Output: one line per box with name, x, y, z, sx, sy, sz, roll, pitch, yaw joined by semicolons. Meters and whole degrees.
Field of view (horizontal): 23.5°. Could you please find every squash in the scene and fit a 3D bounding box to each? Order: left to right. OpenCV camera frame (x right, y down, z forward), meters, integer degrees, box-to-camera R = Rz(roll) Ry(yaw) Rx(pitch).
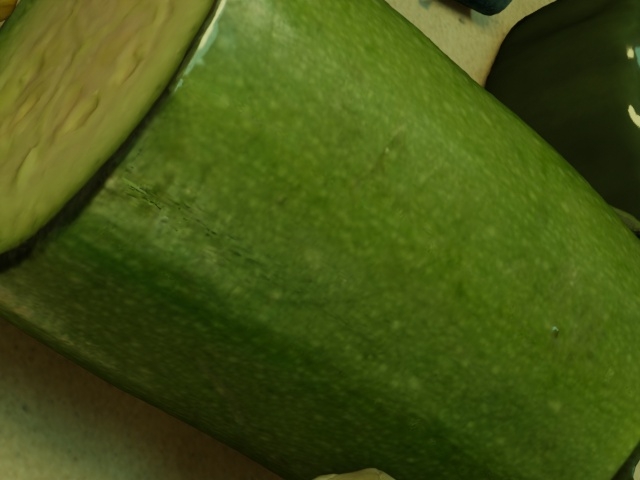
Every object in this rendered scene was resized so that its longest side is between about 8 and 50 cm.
squash;0.000;0.000;0.884;0.384;0.263;0.263;35;52;-33

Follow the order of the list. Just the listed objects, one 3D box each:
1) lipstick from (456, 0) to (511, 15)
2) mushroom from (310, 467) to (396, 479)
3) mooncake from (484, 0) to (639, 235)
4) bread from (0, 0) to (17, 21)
lipstick;0.061;-0.236;1.200;0.234;0.053;0.053;16;63;-40
mushroom;-0.026;0.249;0.819;0.099;0.096;0.278;25;87;7
mooncake;0.297;-0.073;1.288;0.351;0.187;0.351;17;65;-41
bread;-0.226;-0.153;0.856;0.115;0.056;0.082;-6;75;-43
